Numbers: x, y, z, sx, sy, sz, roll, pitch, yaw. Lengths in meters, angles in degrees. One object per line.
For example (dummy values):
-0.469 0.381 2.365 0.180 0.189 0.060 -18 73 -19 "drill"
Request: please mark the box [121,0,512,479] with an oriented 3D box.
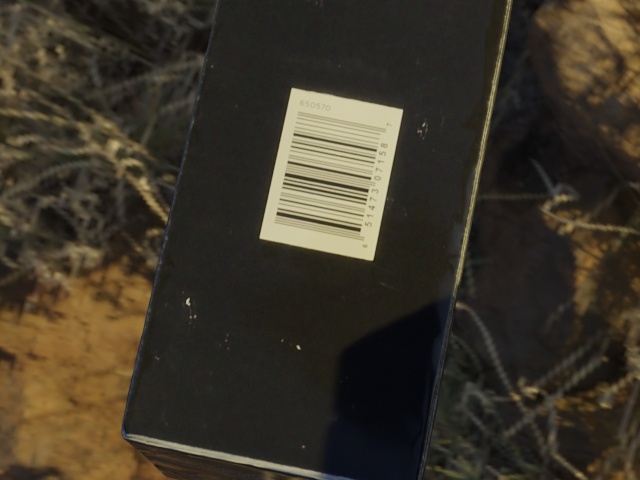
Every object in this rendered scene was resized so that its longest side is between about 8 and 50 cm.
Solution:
0.000 0.000 1.061 0.179 0.312 0.343 11 77 2 "box"
